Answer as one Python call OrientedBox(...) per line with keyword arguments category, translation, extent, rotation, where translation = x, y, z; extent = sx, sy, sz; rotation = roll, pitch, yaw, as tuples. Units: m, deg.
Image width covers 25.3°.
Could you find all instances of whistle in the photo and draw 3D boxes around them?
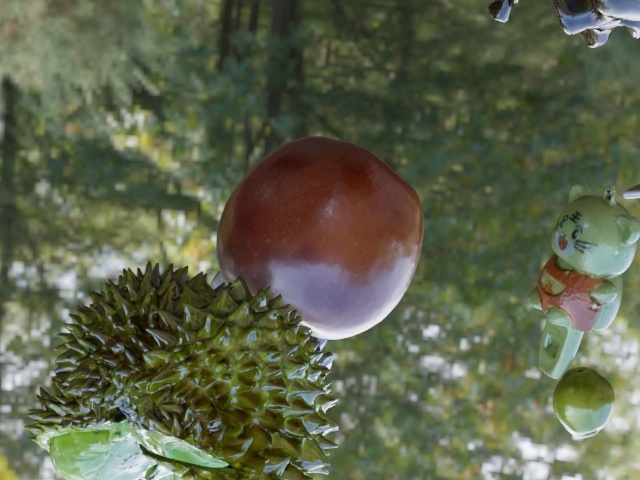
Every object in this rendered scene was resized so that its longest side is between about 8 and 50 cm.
OrientedBox(category="whistle", translation=(0.346, 0.055, 1.912), extent=(0.106, 0.288, 0.131), rotation=(0, -152, -33))

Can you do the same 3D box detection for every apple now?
OrientedBox(category="apple", translation=(0.000, 0.000, 1.559), extent=(0.218, 0.201, 0.218), rotation=(26, 166, 7))

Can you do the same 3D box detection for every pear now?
OrientedBox(category="pear", translation=(0.370, 0.228, 1.997), extent=(0.092, 0.097, 0.092), rotation=(-9, -165, 2))

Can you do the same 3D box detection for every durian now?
OrientedBox(category="durian", translation=(-0.089, 0.109, 0.987), extent=(0.200, 0.176, 0.237), rotation=(24, 171, -28))

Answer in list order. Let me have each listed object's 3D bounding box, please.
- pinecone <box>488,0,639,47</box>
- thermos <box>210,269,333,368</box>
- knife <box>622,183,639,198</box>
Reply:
OrientedBox(category="pinecone", translation=(0.255, -0.377, 1.361), extent=(0.398, 0.397, 0.398), rotation=(6, -167, -1))
OrientedBox(category="thermos", translation=(-0.050, 0.103, 1.922), extent=(0.105, 0.137, 0.193), rotation=(-4, -130, -46))
OrientedBox(category="knife", translation=(0.477, -0.076, 1.677), extent=(0.256, 0.022, 0.046), rotation=(-8, -159, -4))
